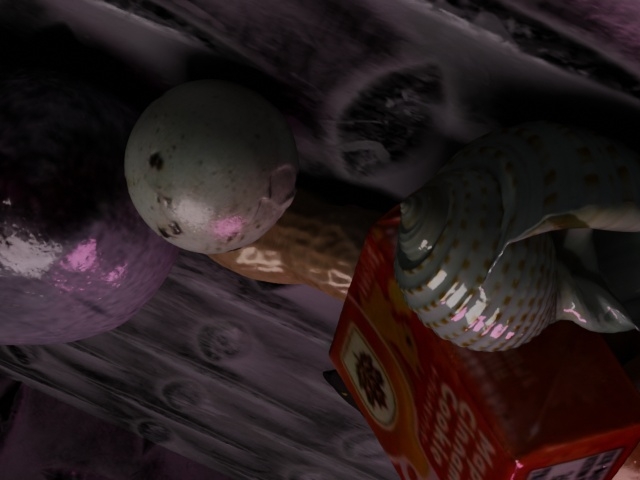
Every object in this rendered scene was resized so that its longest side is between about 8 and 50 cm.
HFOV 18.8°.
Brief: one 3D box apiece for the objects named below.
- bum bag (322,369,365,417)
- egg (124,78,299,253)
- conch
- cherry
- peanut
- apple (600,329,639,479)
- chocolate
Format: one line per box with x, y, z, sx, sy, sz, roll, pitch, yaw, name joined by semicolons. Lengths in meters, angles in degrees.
0.096;0.191;2.133;0.232;0.060;0.107;37;169;-35;bum bag
-0.076;-0.052;1.425;0.131;0.131;0.164;21;178;12;egg
0.138;-0.008;1.230;0.200;0.172;0.131;6;-137;-42;conch
-0.236;-0.027;1.573;0.255;0.218;0.296;39;155;-26;cherry
0.000;0.001;1.572;0.228;0.085;0.104;16;-170;24;peanut
0.262;0.134;1.453;0.199;0.199;0.199;22;165;6;apple
0.110;0.098;1.385;0.234;0.108;0.237;59;156;21;chocolate
